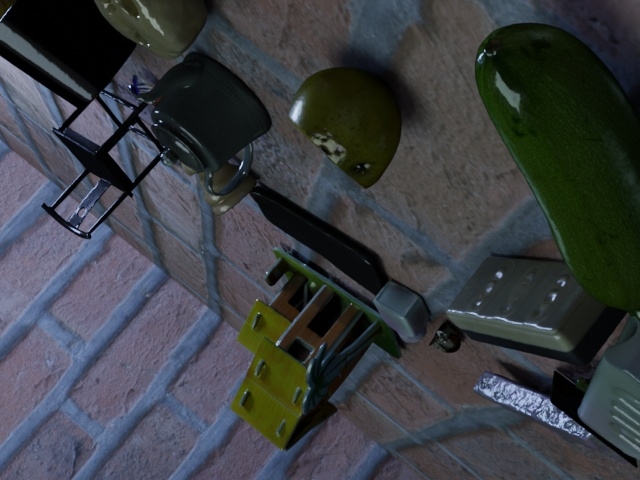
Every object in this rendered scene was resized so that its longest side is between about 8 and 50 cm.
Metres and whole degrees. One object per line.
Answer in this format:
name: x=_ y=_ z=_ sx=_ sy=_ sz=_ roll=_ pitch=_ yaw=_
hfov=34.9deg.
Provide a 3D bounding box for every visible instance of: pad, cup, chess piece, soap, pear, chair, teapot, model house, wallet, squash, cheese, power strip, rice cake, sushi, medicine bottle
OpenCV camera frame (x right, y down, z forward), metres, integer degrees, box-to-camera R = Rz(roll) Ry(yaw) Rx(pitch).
pad: x=0.381 y=0.244 z=1.425 sx=0.143 sy=0.003 sz=0.211 roll=38 pitch=-168 yaw=8
cup: x=-0.388 y=-0.333 z=1.596 sx=0.177 sy=0.239 sz=0.166 roll=39 pitch=125 yaw=-19
chess piece: x=-0.197 y=-0.136 z=1.771 sx=0.170 sy=0.094 sz=0.094 roll=51 pitch=164 yaw=-13
soap: x=0.406 y=0.189 z=1.192 sx=0.173 sy=0.095 sz=0.289 roll=35 pitch=166 yaw=19
pear: x=0.037 y=-0.134 z=1.128 sx=0.141 sy=0.104 sz=0.141 roll=45 pitch=-171 yaw=-9
chair: x=-0.414 y=-0.151 z=1.890 sx=0.154 sy=0.260 sz=0.141 roll=29 pitch=162 yaw=36
teapot: x=-0.175 y=-0.158 z=1.490 sx=0.162 sy=0.149 sz=0.239 roll=26 pitch=160 yaw=40
model house: x=-0.064 y=0.207 z=1.978 sx=0.300 sy=0.323 sz=0.340 roll=32 pitch=164 yaw=25
wallet: x=-0.001 y=0.001 z=1.786 sx=0.285 sy=0.030 sz=0.146 roll=33 pitch=168 yaw=28
squash: x=0.233 y=-0.049 z=0.869 sx=0.107 sy=0.107 sz=0.395 roll=26 pitch=162 yaw=43
cheese: x=-0.246 y=-0.333 z=1.250 sx=0.263 sy=0.093 sz=0.159 roll=47 pitch=165 yaw=-31
power strip: x=0.251 y=0.078 z=1.222 sx=0.070 sy=0.105 sz=0.256 roll=46 pitch=165 yaw=-17
rice cake: x=0.366 y=0.272 z=1.592 sx=0.106 sy=0.050 sz=0.298 roll=30 pitch=174 yaw=-26
sushi: x=0.215 y=0.173 z=1.732 sx=0.046 sy=0.044 sz=0.083 roll=37 pitch=168 yaw=12
medicine bottle: x=0.145 y=0.128 z=1.750 sx=0.074 sy=0.055 sz=0.118 roll=26 pitch=160 yaw=34

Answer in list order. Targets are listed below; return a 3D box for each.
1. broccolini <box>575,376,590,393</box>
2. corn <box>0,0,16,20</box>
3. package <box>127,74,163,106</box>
broccolini: x=0.438 y=0.236 z=1.385 sx=0.239 sy=0.051 sz=0.054 roll=27 pitch=118 yaw=58
corn: x=-0.582 y=-0.419 z=1.764 sx=0.130 sy=0.130 sz=0.347 roll=38 pitch=170 yaw=5
package: x=-0.275 y=-0.242 z=1.730 sx=0.110 sy=0.033 sz=0.077 roll=29 pitch=145 yaw=-16
